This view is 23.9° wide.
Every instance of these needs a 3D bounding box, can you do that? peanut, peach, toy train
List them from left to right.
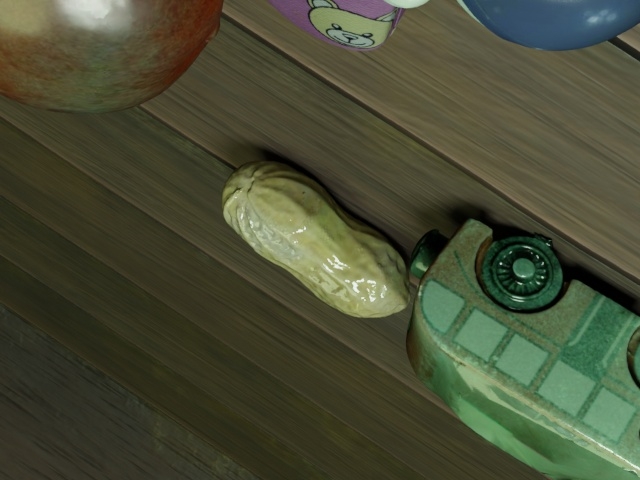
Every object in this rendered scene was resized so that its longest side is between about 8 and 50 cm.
[{"bbox_3d":[-0.179,-0.209,1.101,0.252,0.252,0.252,30,158,13],"label":"peach"},{"bbox_3d":[0.000,0.000,1.469,0.214,0.090,0.098,36,149,-11],"label":"peanut"},{"bbox_3d":[0.206,0.110,1.306,0.326,0.159,0.129,32,157,11],"label":"toy train"}]

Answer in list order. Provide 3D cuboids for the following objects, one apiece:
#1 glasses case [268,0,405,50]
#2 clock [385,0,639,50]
[{"bbox_3d":[0.016,-0.223,0.986,0.123,0.076,0.316,33,159,6],"label":"glasses case"},{"bbox_3d":[0.091,-0.200,0.780,0.243,0.199,0.146,32,165,-22],"label":"clock"}]
